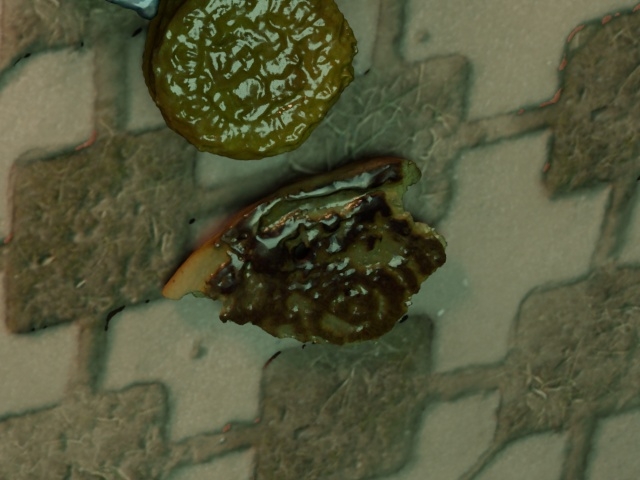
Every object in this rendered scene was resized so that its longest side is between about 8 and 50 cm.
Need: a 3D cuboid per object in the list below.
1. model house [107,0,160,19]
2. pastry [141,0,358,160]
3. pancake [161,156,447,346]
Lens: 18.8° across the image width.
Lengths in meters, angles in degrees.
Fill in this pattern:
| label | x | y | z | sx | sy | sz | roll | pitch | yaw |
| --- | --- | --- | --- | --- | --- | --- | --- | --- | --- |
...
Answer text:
| label | x | y | z | sx | sy | sz | roll | pitch | yaw |
| --- | --- | --- | --- | --- | --- | --- | --- | --- | --- |
| model house | -0.170 | -0.302 | 1.577 | 0.226 | 0.261 | 0.241 | -31 | 116 | 2 |
| pastry | -0.067 | -0.166 | 1.750 | 0.189 | 0.103 | 0.188 | -5 | 114 | -12 |
| pancake | 0.000 | 0.001 | 1.869 | 0.257 | 0.056 | 0.212 | 11 | 117 | -26 |
